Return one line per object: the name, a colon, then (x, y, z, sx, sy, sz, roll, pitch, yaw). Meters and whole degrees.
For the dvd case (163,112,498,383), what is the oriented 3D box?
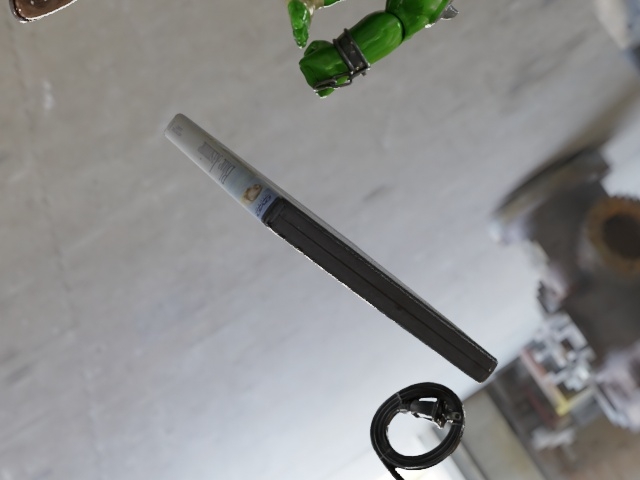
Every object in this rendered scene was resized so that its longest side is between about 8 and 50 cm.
dvd case: (0.000, 0.000, 1.163, 0.022, 0.180, 0.253, -52, -156, 1)

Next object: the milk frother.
milk frother: (0.083, 0.190, 1.316, 0.143, 0.129, 0.135, -61, 170, -10)

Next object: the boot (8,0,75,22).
boot: (-0.143, -0.183, 1.230, 0.114, 0.037, 0.106, 0, -149, 37)

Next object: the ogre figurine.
ogre figurine: (0.023, -0.210, 1.238, 0.118, 0.197, 0.097, -15, 175, -2)
